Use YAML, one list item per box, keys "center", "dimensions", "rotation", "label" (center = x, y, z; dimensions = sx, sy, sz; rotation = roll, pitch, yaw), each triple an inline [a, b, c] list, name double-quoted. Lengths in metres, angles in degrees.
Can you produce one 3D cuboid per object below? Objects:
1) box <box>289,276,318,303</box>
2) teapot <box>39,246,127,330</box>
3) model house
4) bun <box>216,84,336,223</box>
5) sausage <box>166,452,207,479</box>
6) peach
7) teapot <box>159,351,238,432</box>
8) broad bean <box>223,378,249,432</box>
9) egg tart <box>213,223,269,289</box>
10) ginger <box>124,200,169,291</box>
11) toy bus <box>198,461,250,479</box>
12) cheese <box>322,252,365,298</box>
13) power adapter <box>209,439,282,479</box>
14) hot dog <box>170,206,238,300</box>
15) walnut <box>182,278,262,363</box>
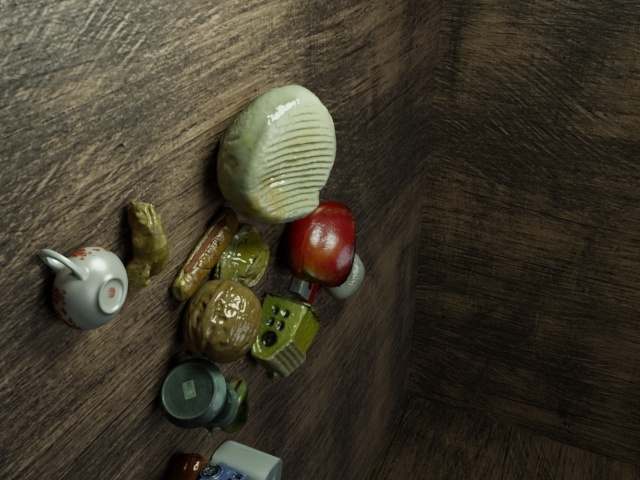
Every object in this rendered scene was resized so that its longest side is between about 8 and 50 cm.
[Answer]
- center: [-0.053, 0.152, 2.298]
  dimensions: [0.100, 0.048, 0.152]
  rotation: [-69, 155, -13]
  label: "box"
- center: [-0.440, 0.085, 1.250]
  dimensions: [0.159, 0.116, 0.245]
  rotation: [-53, 144, -24]
  label: "teapot"
- center: [-0.116, 0.311, 2.064]
  dimensions: [0.193, 0.174, 0.234]
  rotation: [63, 42, -60]
  label: "model house"
- center: [-0.122, -0.225, 1.672]
  dimensions: [0.365, 0.219, 0.365]
  rotation: [-31, 135, -38]
  label: "bun"
- center: [-0.392, 0.724, 1.740]
  dimensions: [0.102, 0.102, 0.330]
  rotation: [51, 54, -64]
  label: "sausage"
- center: [0.000, 0.000, 2.078]
  dimensions: [0.245, 0.248, 0.275]
  rotation: [29, 70, -45]
  label: "peach"
- center: [-0.305, 0.390, 1.698]
  dimensions: [0.225, 0.171, 0.203]
  rotation: [68, 10, -66]
  label: "teapot"
- center: [-0.257, 0.498, 1.994]
  dimensions: [0.207, 0.072, 0.153]
  rotation: [90, 25, -59]
  label: "broad bean"
- center: [-0.207, 0.068, 1.814]
  dimensions: [0.252, 0.098, 0.232]
  rotation: [26, 82, -72]
  label: "egg tart"
- center: [-0.362, 0.010, 1.407]
  dimensions: [0.115, 0.081, 0.205]
  rotation: [-3, 118, -35]
  label: "ginger"
- center: [-0.300, 0.692, 1.648]
  dimensions: [0.292, 0.133, 0.126]
  rotation: [-30, 120, -53]
  label: "toy bus"
- center: [0.085, 0.124, 2.454]
  dimensions: [0.189, 0.154, 0.198]
  rotation: [-63, -178, 1]
  label: "cheese"
- center: [-0.201, 0.738, 2.006]
  dimensions: [0.124, 0.255, 0.187]
  rotation: [-35, 135, -63]
  label: "power adapter"
- center: [-0.282, 0.033, 1.650]
  dimensions: [0.088, 0.061, 0.286]
  rotation: [91, 23, -57]
  label: "hot dog"
- center: [-0.244, 0.198, 1.653]
  dimensions: [0.213, 0.213, 0.213]
  rotation: [14, 90, -68]
  label: "walnut"
